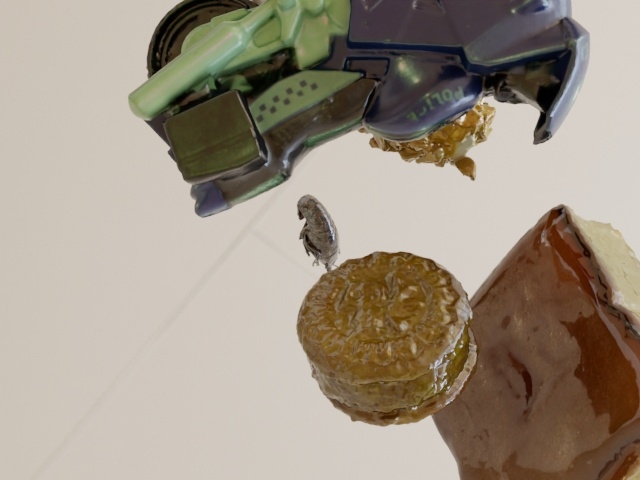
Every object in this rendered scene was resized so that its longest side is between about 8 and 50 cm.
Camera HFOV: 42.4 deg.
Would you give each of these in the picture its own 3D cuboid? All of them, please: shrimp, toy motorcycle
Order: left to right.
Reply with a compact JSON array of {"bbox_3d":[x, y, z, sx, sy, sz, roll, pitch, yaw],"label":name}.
[{"bbox_3d":[0.000,0.000,1.173,0.056,0.165,0.065,-36,-123,-21],"label":"shrimp"},{"bbox_3d":[0.042,-0.124,0.546,0.331,0.125,0.196,-25,-97,5],"label":"toy motorcycle"}]

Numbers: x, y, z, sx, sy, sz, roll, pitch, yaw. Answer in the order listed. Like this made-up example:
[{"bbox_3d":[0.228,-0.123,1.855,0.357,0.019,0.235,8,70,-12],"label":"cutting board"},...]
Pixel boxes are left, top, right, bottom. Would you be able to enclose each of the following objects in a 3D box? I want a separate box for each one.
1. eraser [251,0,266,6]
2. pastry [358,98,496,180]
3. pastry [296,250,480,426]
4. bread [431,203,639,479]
[{"bbox_3d":[0.051,-0.375,1.143,0.287,0.130,0.086,-6,-103,-28],"label":"eraser"},{"bbox_3d":[0.085,-0.163,0.924,0.250,0.154,0.102,41,-151,-26],"label":"pastry"},{"bbox_3d":[0.073,0.099,0.873,0.188,0.103,0.189,-8,-139,7],"label":"pastry"},{"bbox_3d":[0.292,0.181,0.997,0.143,0.333,0.324,12,-144,-31],"label":"bread"}]
